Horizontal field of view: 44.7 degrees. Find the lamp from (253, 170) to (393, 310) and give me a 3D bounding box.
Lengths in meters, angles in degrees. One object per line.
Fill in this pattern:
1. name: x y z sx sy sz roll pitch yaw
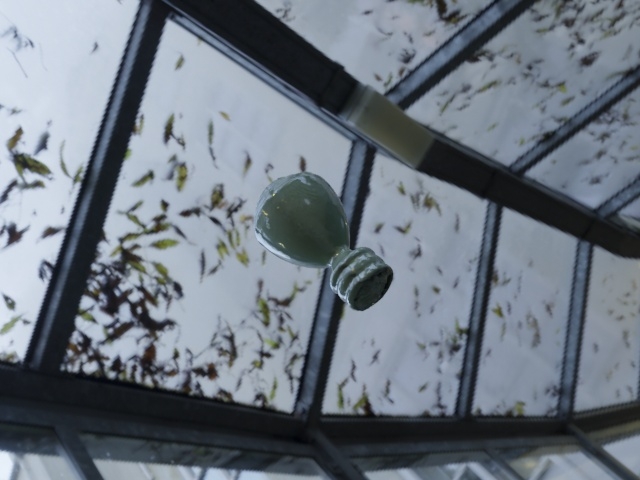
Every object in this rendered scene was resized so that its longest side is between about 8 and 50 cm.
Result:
1. lamp: 0.000 0.000 0.874 0.106 0.193 0.106 -29 -35 -23
